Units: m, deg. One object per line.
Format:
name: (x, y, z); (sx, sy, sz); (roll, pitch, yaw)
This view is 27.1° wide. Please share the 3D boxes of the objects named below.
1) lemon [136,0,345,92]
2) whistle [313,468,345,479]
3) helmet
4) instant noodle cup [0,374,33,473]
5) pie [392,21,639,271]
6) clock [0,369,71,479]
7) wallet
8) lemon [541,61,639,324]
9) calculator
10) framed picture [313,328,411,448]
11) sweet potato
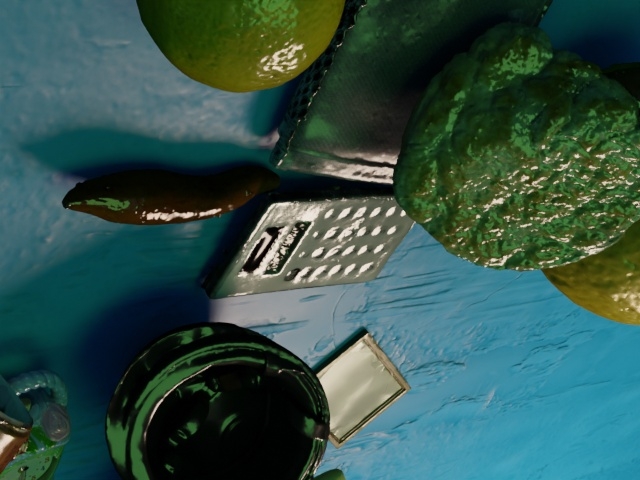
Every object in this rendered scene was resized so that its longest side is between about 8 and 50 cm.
lemon: (-0.063, -0.212, 1.071); (0.178, 0.178, 0.203); (-26, 141, -21)
whistle: (-0.087, 0.395, 1.789); (0.288, 0.106, 0.131); (-27, 150, -18)
helmet: (-0.132, 0.189, 1.465); (0.279, 0.160, 0.230); (38, 89, -31)
instant noodle cup: (-0.391, 0.160, 1.104); (0.214, 0.296, 0.296); (-47, 146, -6)
pie: (0.217, -0.083, 1.354); (0.274, 0.105, 0.257); (14, 113, -13)
clock: (-0.345, 0.203, 1.339); (0.194, 0.100, 0.195); (-21, 144, -33)
wallet: (0.104, -0.207, 1.334); (0.237, 0.075, 0.342); (2, 130, -37)
lemon: (0.388, -0.051, 1.568); (0.336, 0.336, 0.336); (-26, 143, -21)
calculator: (0.000, 0.000, 1.483); (0.261, 0.021, 0.161); (-6, 141, -43)
framed picture: (0.041, 0.203, 1.784); (0.136, 0.010, 0.201); (-39, 145, -1)
sweet potato: (-0.142, -0.043, 1.296); (0.264, 0.057, 0.057); (-5, 132, -46)
